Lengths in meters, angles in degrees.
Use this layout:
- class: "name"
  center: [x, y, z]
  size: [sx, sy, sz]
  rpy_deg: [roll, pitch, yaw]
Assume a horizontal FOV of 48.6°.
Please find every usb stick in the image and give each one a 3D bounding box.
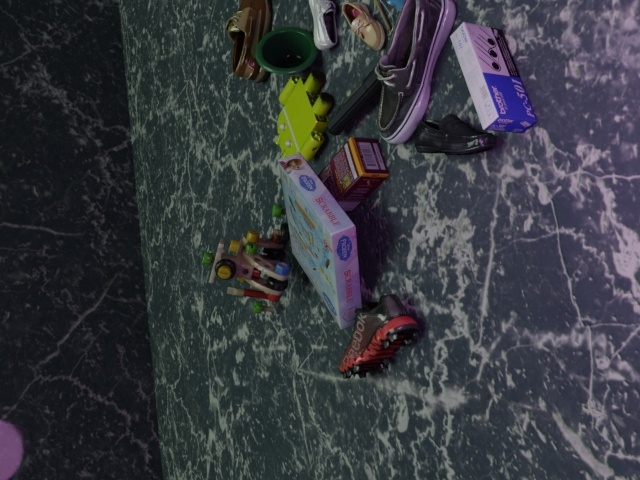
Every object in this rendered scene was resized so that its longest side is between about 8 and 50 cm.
- class: "usb stick"
  center: [0.097, -0.344, 1.699]
  size: [0.278, 0.045, 0.077]
  rpy_deg: [-40, 30, 54]

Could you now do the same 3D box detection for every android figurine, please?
- class: "android figurine"
  center: [-0.054, -0.332, 1.963]
  size: [0.273, 0.056, 0.248]
  rpy_deg: [-50, 49, 46]

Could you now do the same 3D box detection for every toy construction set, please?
- class: "toy construction set"
  center: [-0.223, 0.077, 2.029]
  size: [0.309, 0.237, 0.258]
  rpy_deg: [112, 162, -47]

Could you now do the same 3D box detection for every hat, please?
- class: "hat"
  center: [-0.085, -0.479, 1.998]
  size: [0.184, 0.172, 0.209]
  rpy_deg: [86, -163, -57]

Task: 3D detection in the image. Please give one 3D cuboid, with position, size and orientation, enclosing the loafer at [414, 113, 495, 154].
- class: "loafer"
  center: [0.259, -0.210, 1.402]
  size: [0.223, 0.076, 0.078]
  rpy_deg: [19, 114, 62]

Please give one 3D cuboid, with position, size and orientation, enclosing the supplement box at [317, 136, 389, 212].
- class: "supplement box"
  center: [0.073, -0.154, 1.716]
  size: [0.188, 0.080, 0.104]
  rpy_deg: [-45, 53, 50]

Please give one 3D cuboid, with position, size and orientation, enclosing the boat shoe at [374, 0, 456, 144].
- class: "boat shoe"
  center: [0.171, -0.368, 1.509]
  size: [0.121, 0.119, 0.335]
  rpy_deg: [48, 130, 49]

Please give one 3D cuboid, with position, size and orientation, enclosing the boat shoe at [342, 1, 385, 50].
- class: "boat shoe"
  center: [0.098, -0.513, 1.694]
  size: [0.170, 0.059, 0.063]
  rpy_deg: [63, 140, 38]

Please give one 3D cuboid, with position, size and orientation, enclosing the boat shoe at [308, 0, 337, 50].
- class: "boat shoe"
  center: [0.012, -0.590, 1.841]
  size: [0.063, 0.066, 0.184]
  rpy_deg: [-4, 86, 49]

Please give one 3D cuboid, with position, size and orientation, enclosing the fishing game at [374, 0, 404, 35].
- class: "fishing game"
  center: [0.187, -0.602, 1.563]
  size: [0.264, 0.041, 0.189]
  rpy_deg: [-45, 55, 50]

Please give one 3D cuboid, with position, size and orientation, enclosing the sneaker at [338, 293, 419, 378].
- class: "sneaker"
  center: [0.118, 0.218, 1.626]
  size: [0.276, 0.097, 0.135]
  rpy_deg: [-52, 47, 43]

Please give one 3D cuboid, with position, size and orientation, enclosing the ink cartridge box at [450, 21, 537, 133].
- class: "ink cartridge box"
  center: [0.313, -0.296, 1.289]
  size: [0.046, 0.097, 0.207]
  rpy_deg: [-43, 55, 52]

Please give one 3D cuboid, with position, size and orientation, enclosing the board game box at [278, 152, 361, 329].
- class: "board game box"
  center: [0.000, 0.000, 1.740]
  size: [0.319, 0.065, 0.318]
  rpy_deg: [-124, 20, -43]

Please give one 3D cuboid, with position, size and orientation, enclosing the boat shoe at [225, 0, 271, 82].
- class: "boat shoe"
  center: [-0.225, -0.654, 2.188]
  size: [0.122, 0.119, 0.324]
  rpy_deg: [-14, 78, 59]
